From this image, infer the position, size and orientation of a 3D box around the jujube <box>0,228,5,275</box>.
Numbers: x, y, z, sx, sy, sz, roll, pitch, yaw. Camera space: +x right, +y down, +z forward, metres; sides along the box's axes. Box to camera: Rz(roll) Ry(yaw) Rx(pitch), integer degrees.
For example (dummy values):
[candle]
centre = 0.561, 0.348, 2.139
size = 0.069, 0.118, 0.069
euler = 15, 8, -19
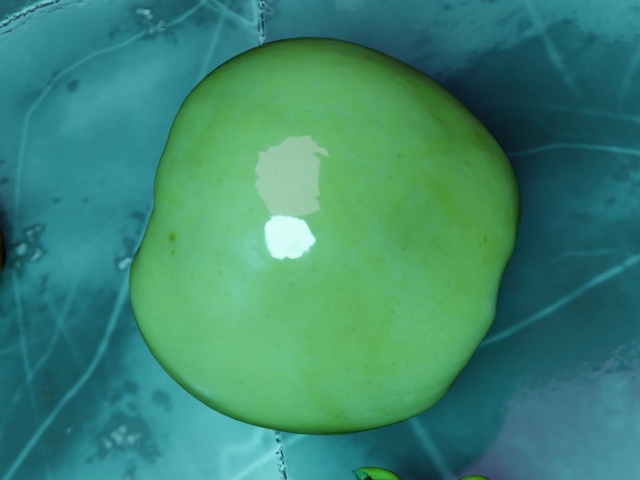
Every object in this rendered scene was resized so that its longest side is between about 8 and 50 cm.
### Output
[jujube]
centre = -0.355, 0.015, 0.872
size = 0.230, 0.155, 0.155
euler = 6, 67, 19

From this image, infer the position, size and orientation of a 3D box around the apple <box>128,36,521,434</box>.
[apple]
centre = 0.000, 0.000, 0.767
size = 0.262, 0.262, 0.263
euler = -4, 66, 8

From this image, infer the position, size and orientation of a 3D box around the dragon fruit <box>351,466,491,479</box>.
[dragon fruit]
centre = 0.101, 0.213, 0.728
size = 0.174, 0.138, 0.142
euler = -1, 104, -22
